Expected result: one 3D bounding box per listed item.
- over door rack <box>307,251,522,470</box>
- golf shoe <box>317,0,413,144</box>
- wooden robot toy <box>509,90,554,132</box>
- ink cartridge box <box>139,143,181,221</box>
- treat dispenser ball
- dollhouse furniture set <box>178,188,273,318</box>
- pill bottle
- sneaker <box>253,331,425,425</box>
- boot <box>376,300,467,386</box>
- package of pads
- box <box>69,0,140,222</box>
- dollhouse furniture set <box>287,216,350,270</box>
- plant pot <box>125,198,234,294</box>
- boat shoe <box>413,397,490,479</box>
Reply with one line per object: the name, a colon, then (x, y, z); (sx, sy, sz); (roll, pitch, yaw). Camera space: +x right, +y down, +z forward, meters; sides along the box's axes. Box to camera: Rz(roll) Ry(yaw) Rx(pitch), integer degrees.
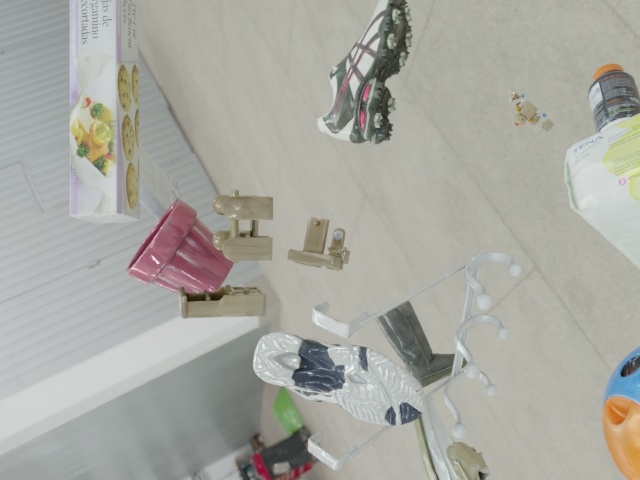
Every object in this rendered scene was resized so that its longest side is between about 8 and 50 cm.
over door rack: (0.143, 0.167, 0.871); (0.108, 0.324, 0.239); (35, 131, 47)
golf shoe: (0.073, -0.291, 1.049); (0.120, 0.273, 0.105); (9, 167, 28)
wooden robot toy: (0.620, -0.375, 1.954); (0.173, 0.079, 0.076); (37, -178, -11)
ink cartridge box: (-0.416, -0.145, 1.551); (0.224, 0.045, 0.223); (52, -173, -40)
treat dispenser ball: (0.597, 0.289, 1.010); (0.288, 0.288, 0.288); (55, 160, 30)
dollhouse furniture set: (-0.191, 0.021, 1.252); (0.212, 0.161, 0.242); (-160, 70, -75)
pill bottle: (0.831, -0.386, 1.810); (0.130, 0.130, 0.245); (92, -177, -56)
sneaker: (0.031, 0.191, 0.904); (0.153, 0.235, 0.094); (49, -129, -77)
boot: (0.257, 0.246, 1.601); (0.208, 0.190, 0.076); (64, 156, 23)
package of pads: (0.432, -0.067, 0.649); (0.296, 0.229, 0.101); (-27, 45, 39)
box: (-0.266, -0.184, 0.794); (0.067, 0.063, 0.324); (41, -134, -79)
dollhouse furniture set: (0.000, 0.000, 1.533); (0.151, 0.144, 0.123); (23, -103, -67)
plant pot: (-0.298, 0.038, 1.422); (0.180, 0.201, 0.201); (36, 169, -15)
boat shoe: (0.235, 0.399, 1.086); (0.113, 0.103, 0.302); (64, -172, -53)
